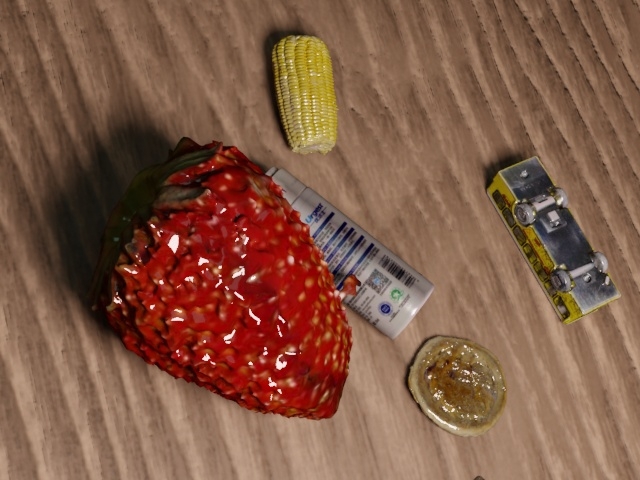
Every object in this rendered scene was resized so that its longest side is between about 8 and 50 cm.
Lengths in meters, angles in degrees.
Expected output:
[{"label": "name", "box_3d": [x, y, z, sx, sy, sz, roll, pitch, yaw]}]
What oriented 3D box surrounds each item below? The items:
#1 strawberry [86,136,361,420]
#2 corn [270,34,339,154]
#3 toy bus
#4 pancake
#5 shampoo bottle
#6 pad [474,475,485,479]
[{"label": "strawberry", "box_3d": [-0.093, 0.049, 1.620, 0.343, 0.292, 0.292, 33, 61, -22]}, {"label": "corn", "box_3d": [-0.019, -0.196, 1.841, 0.085, 0.063, 0.165, 6, 66, -41]}, {"label": "toy bus", "box_3d": [0.311, 0.000, 1.851, 0.081, 0.074, 0.226, -24, 76, -25]}, {"label": "pancake", "box_3d": [0.179, 0.184, 1.761, 0.139, 0.022, 0.139, 7, 66, -15]}, {"label": "shampoo bottle", "box_3d": [0.000, 0.000, 1.747, 0.303, 0.092, 0.092, 37, 62, 2]}, {"label": "pad", "box_3d": [0.178, 0.418, 1.672, 0.158, 0.003, 0.235, 46, 63, 5]}]
